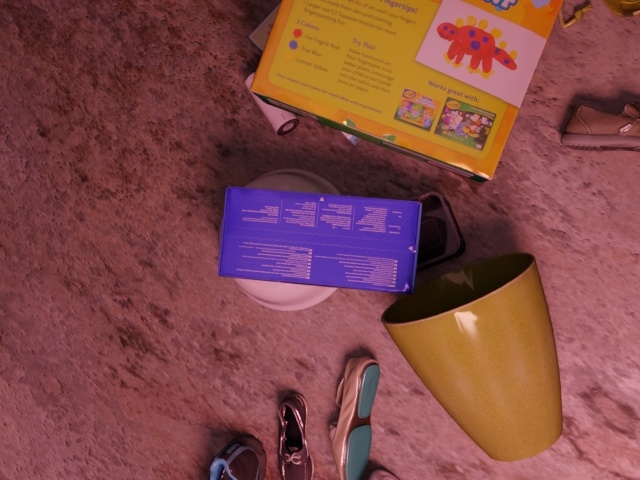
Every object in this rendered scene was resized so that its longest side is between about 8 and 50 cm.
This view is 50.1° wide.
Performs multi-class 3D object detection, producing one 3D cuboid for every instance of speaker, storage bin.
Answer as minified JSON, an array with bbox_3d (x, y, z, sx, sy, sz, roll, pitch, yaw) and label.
[{"bbox_3d":[-0.102,-0.287,1.424,0.055,0.055,0.136,-37,75,13],"label":"speaker"},{"bbox_3d":[0.169,-0.003,1.293,0.180,0.084,0.122,-23,78,15],"label":"storage bin"}]

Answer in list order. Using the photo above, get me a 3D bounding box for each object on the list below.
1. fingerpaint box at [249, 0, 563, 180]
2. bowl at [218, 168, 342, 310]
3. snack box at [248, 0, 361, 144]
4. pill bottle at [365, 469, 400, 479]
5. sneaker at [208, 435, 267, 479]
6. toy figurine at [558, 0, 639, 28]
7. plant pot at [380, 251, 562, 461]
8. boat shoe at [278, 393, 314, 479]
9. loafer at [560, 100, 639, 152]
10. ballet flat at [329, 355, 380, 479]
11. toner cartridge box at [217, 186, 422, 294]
[{"bbox_3d":[0.153,-0.352,1.220,0.445,0.163,0.371,20,95,4],"label":"fingerpaint box"},{"bbox_3d":[-0.088,-0.008,1.357,0.298,0.134,0.297,-2,85,18],"label":"bowl"},{"bbox_3d":[0.024,-0.369,1.383,0.187,0.060,0.322,-44,74,8],"label":"snack box"},{"bbox_3d":[0.085,0.529,1.264,0.112,0.112,0.186,40,100,18],"label":"pill bottle"},{"bbox_3d":[-0.189,0.565,1.342,0.125,0.140,0.340,1,87,17],"label":"sneaker"},{"bbox_3d":[0.461,-0.577,1.167,0.191,0.217,0.362,-10,82,18],"label":"toy figurine"},{"bbox_3d":[0.286,0.210,1.163,0.275,0.275,0.293,-23,95,16],"label":"plant pot"},{"bbox_3d":[-0.058,0.409,1.348,0.075,0.065,0.206,-4,85,19],"label":"boat shoe"},{"bbox_3d":[0.545,-0.197,1.171,0.251,0.094,0.087,5,92,20],"label":"loafer"},{"bbox_3d":[0.059,0.341,1.315,0.086,0.086,0.248,11,88,20],"label":"ballet flat"},{"bbox_3d":[0.000,0.000,1.228,0.348,0.075,0.165,6,89,7],"label":"toner cartridge box"}]
